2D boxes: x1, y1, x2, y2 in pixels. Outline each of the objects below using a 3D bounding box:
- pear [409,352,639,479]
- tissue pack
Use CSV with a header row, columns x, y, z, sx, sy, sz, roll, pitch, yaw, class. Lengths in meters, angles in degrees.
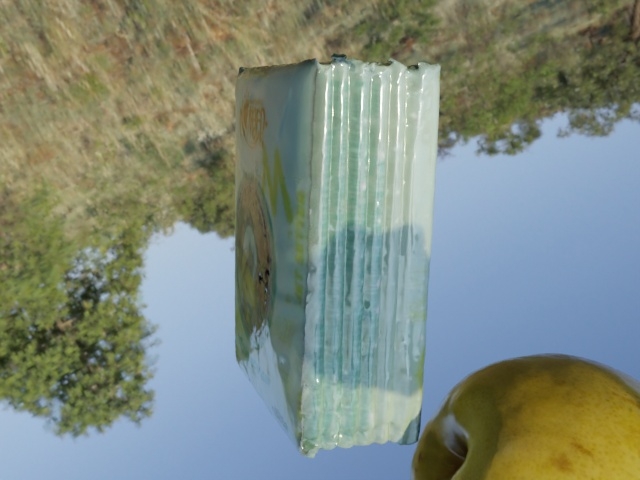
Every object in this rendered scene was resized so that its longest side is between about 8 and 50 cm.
x,y,z,sx,sy,sz,roll,pitch,yaw,class
0.251,0.268,0.694,0.314,0.315,0.314,-24,-169,5,pear
0.000,0.000,0.759,0.162,0.388,0.287,-3,-168,-21,tissue pack
